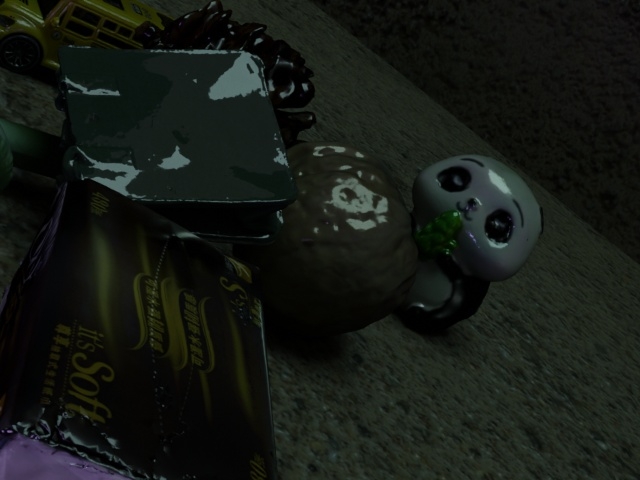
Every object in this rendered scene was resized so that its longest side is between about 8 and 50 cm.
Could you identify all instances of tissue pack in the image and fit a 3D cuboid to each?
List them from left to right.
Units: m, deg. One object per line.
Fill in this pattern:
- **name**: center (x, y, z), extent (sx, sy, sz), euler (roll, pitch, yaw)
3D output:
- **tissue pack**: center (-0.165, 0.135, 0.812), extent (0.210, 0.198, 0.370), euler (31, 21, -22)

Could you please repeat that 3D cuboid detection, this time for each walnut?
- **walnut**: center (0.000, 0.002, 1.327), extent (0.248, 0.248, 0.248), euler (30, 21, -13)

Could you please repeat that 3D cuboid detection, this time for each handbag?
- **handbag**: center (-0.169, -0.114, 1.189), extent (0.260, 0.079, 0.247), euler (2, 51, -24)

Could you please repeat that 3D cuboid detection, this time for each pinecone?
- **pinecone**: center (-0.145, -0.179, 1.456), extent (0.296, 0.298, 0.242), euler (24, 65, -20)

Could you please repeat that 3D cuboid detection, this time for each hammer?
- **hammer**: center (-0.345, -0.102, 1.201), extent (0.335, 0.119, 0.206), euler (18, 27, -53)

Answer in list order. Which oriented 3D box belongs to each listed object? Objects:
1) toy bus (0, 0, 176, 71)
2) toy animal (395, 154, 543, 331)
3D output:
- **toy bus**: center (-0.336, -0.305, 1.581), extent (0.331, 0.151, 0.145), euler (21, 27, -36)
- **toy animal**: center (0.201, -0.001, 1.597), extent (0.212, 0.267, 0.212), euler (30, 26, -16)
